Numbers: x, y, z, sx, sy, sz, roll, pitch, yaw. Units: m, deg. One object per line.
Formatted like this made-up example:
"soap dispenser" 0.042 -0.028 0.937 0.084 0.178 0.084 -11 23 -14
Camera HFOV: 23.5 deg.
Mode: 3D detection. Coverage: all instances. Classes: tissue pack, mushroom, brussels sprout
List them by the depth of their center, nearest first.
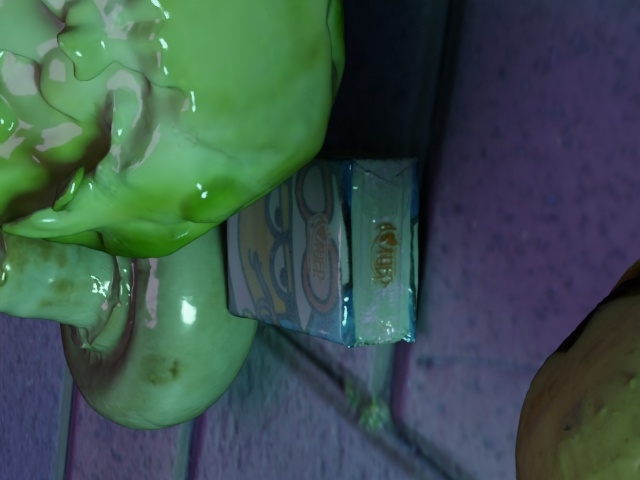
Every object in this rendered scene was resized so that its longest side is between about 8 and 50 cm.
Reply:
"brussels sprout" -0.139 -0.152 0.902 0.371 0.314 0.276 17 117 39
"tissue pack" 0.000 0.000 0.965 0.155 0.065 0.116 12 104 58
"mushroom" -0.137 0.040 1.091 0.206 0.209 0.206 14 115 33

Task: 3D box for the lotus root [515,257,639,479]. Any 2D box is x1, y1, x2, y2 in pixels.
"lotus root" 0.184 0.138 0.543 0.310 0.182 0.183 64 143 33
